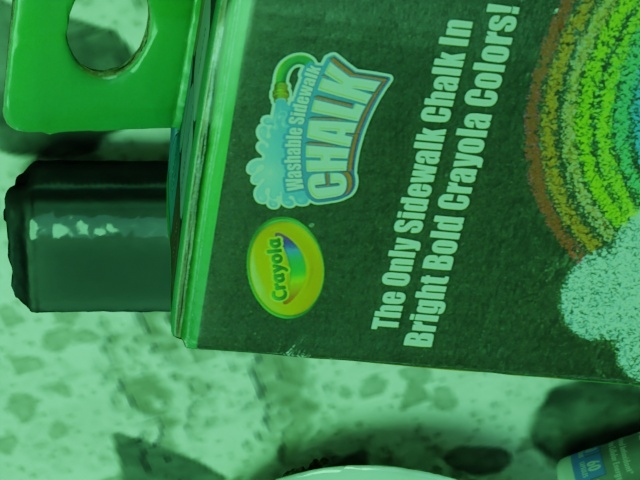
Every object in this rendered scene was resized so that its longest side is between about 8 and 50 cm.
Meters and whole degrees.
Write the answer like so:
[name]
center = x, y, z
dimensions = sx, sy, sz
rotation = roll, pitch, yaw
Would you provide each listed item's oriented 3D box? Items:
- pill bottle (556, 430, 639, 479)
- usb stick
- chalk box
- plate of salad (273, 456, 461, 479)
[pill bottle]
center = 0.192, 0.123, 0.899
dimensions = 0.137, 0.078, 0.078
rotation = -21, 125, 10
[usb stick]
center = 0.000, 0.000, 0.812
dimensions = 0.278, 0.045, 0.077
rotation = 0, 126, -6
[chalk box]
center = 0.032, -0.074, 0.680
dimensions = 0.289, 0.179, 0.180
rotation = 6, 127, -9
[plate of salad]
center = 0.031, 0.176, 0.945
dimensions = 0.200, 0.048, 0.200
rotation = 3, 132, 4
